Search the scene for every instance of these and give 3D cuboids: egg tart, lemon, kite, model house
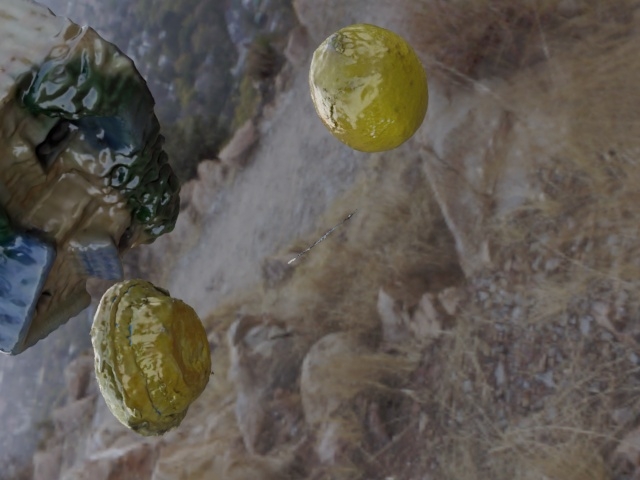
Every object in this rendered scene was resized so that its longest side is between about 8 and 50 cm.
[{"bbox_3d":[-0.370,0.264,1.909,0.169,0.388,0.387,-15,59,18],"label":"egg tart"},{"bbox_3d":[0.102,-0.325,1.737,0.254,0.310,0.253,-15,51,19],"label":"lemon"},{"bbox_3d":[0.000,0.000,1.650,0.183,0.010,0.160,-38,2,19],"label":"kite"},{"bbox_3d":[-0.465,-0.062,1.141,0.400,0.395,0.445,-57,-9,-24],"label":"model house"}]
